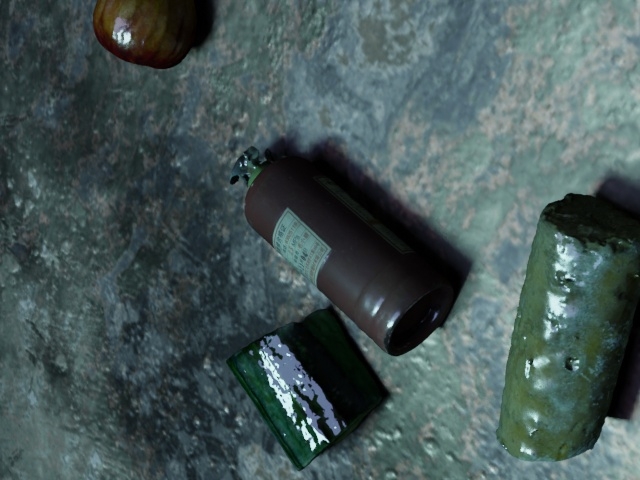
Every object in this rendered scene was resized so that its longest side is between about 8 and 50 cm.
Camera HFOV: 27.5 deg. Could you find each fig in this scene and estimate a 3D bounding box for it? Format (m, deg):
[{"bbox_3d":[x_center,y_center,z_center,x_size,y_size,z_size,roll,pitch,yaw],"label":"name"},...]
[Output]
[{"bbox_3d":[-0.136,-0.207,1.078,0.089,0.089,0.125,25,100,38],"label":"fig"}]

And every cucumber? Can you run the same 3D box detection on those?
[{"bbox_3d":[-0.020,0.122,1.074,0.115,0.062,0.116,55,136,12],"label":"cucumber"}]

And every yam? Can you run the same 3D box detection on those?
[{"bbox_3d":[0.164,0.061,0.853,0.078,0.078,0.179,27,122,37],"label":"yam"}]

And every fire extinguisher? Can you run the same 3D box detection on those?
[{"bbox_3d":[0.000,0.000,1.012,0.231,0.071,0.099,41,157,30],"label":"fire extinguisher"}]
